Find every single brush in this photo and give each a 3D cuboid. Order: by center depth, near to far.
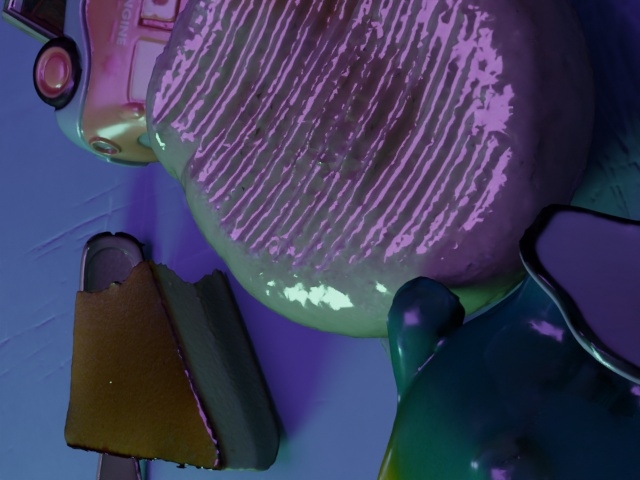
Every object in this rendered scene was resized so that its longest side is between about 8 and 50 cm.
[{"bbox_3d":[-0.207,0.148,1.750,0.067,0.072,0.313,164,104,-69],"label":"brush"}]

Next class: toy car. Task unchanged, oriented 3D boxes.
[{"bbox_3d":[-0.122,-0.193,1.614,0.212,0.180,0.270,14,95,38],"label":"toy car"}]

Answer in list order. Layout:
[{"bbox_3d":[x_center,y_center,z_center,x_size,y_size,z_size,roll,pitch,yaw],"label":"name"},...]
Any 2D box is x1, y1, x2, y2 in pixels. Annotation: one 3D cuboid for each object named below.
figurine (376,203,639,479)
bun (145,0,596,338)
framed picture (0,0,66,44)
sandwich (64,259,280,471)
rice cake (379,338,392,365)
[{"bbox_3d":[0.157,0.163,1.205,0.323,0.231,0.340,38,126,21],"label":"figurine"},{"bbox_3d":[0.058,-0.099,1.361,0.365,0.219,0.365,0,89,31],"label":"bun"},{"bbox_3d":[-0.249,-0.298,1.872,0.273,0.016,0.216,31,108,45],"label":"framed picture"},{"bbox_3d":[-0.128,0.114,1.621,0.220,0.108,0.186,3,87,44],"label":"sandwich"},{"bbox_3d":[0.104,0.146,1.424,0.208,0.033,0.033,61,137,34],"label":"rice cake"}]
